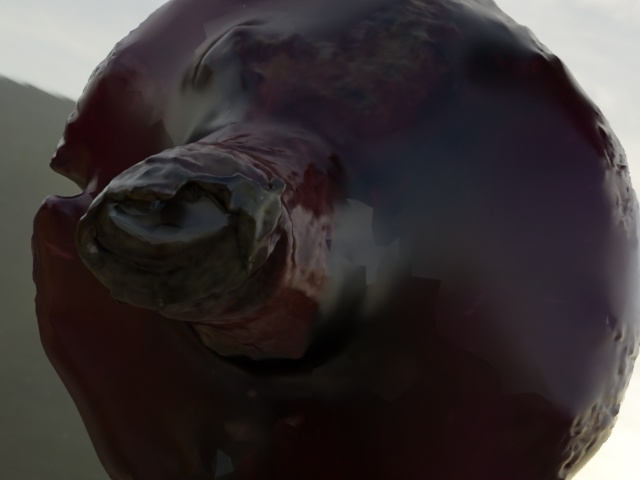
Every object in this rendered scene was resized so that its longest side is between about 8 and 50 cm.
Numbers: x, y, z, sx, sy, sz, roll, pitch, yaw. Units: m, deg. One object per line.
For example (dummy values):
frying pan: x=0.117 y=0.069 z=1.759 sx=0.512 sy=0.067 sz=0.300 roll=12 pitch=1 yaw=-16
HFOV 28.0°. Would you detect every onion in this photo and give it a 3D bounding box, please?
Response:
onion: x=0.000 y=0.000 z=0.738 sx=0.398 sy=0.398 sz=0.420 roll=22 pitch=-9 yaw=12
